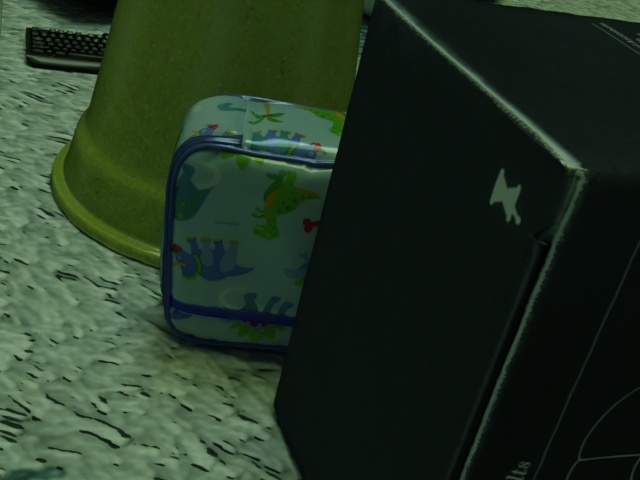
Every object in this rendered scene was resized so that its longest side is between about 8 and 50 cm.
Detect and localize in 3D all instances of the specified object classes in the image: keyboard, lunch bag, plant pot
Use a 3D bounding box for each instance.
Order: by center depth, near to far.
[{"bbox_3d":[0.000,0.000,0.677,0.219,0.176,0.090,8,33,-6],"label":"lunch bag"},{"bbox_3d":[-0.075,-0.147,0.813,0.276,0.253,0.276,11,30,-6],"label":"plant pot"},{"bbox_3d":[-0.240,-0.217,1.094,0.180,0.023,0.108,4,31,-20],"label":"keyboard"}]

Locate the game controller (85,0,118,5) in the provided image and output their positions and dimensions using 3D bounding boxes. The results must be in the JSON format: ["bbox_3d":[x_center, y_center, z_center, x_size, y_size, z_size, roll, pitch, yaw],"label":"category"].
[{"bbox_3d":[-0.335,-0.380,1.263,0.319,0.067,0.166,38,24,33],"label":"game controller"}]

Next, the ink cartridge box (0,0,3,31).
[{"bbox_3d":[-0.474,-0.230,0.914,0.273,0.114,0.198,20,30,10],"label":"ink cartridge box"}]

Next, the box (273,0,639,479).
[{"bbox_3d":[0.208,0.047,0.569,0.396,0.293,0.212,1,32,-23],"label":"box"}]

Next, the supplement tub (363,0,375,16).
[{"bbox_3d":[0.073,-0.468,1.455,0.228,0.228,0.316,-15,41,-41],"label":"supplement tub"}]
